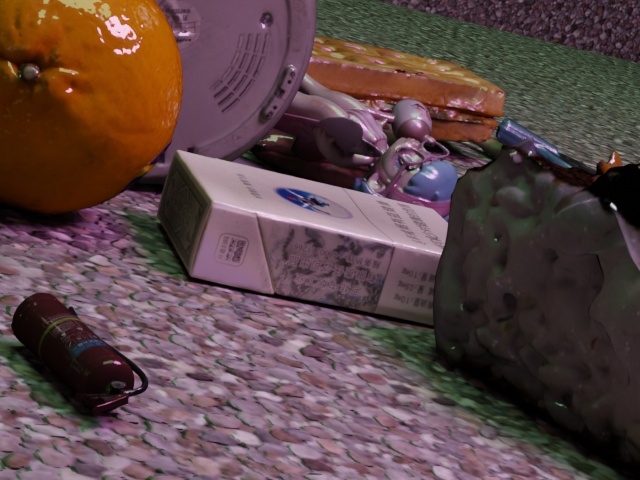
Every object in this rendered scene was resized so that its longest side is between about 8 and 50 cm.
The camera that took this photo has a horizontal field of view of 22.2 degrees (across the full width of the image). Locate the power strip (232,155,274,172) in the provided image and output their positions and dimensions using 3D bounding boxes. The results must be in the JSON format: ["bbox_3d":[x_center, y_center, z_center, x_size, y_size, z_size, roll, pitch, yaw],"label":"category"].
[{"bbox_3d":[-0.030,-0.039,1.622,0.060,0.027,0.252,3,19,-46],"label":"power strip"}]

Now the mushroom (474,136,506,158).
[{"bbox_3d":[0.235,-0.120,2.233,0.068,0.043,0.306,39,7,-15],"label":"mushroom"}]

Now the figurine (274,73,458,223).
[{"bbox_3d":[0.048,-0.097,1.687,0.260,0.103,0.205,40,24,22],"label":"figurine"}]

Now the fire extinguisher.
[{"bbox_3d":[-0.149,0.075,1.022,0.056,0.039,0.132,-5,24,-35],"label":"fire extinguisher"}]

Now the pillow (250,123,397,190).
[{"bbox_3d":[0.024,-0.108,1.834,0.223,0.084,0.236,14,13,-9],"label":"pillow"}]

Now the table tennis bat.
[{"bbox_3d":[0.329,-0.106,2.234,0.201,0.033,0.124,30,11,-2],"label":"table tennis bat"}]

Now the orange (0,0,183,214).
[{"bbox_3d":[-0.224,-0.129,1.353,0.219,0.219,0.193,19,23,10],"label":"orange"}]

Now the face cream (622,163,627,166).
[{"bbox_3d":[0.452,-0.028,2.039,0.229,0.075,0.075,25,16,29],"label":"face cream"}]

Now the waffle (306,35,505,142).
[{"bbox_3d":[0.066,-0.208,2.217,0.327,0.098,0.224,7,17,-23],"label":"waffle"}]

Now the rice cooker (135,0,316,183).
[{"bbox_3d":[-0.191,-0.240,1.625,0.335,0.335,0.325,8,16,-31],"label":"rice cooker"}]

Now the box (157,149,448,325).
[{"bbox_3d":[0.000,0.001,1.417,0.256,0.069,0.164,12,14,-19],"label":"box"}]

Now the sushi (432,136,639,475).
[{"bbox_3d":[0.252,0.040,1.239,0.207,0.234,0.348,4,24,-41],"label":"sushi"}]
